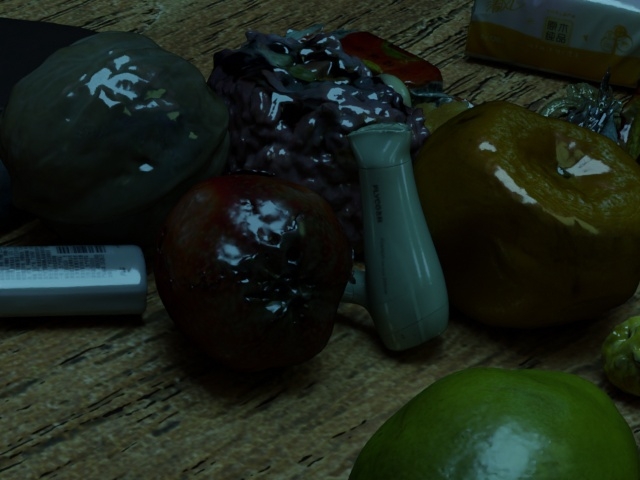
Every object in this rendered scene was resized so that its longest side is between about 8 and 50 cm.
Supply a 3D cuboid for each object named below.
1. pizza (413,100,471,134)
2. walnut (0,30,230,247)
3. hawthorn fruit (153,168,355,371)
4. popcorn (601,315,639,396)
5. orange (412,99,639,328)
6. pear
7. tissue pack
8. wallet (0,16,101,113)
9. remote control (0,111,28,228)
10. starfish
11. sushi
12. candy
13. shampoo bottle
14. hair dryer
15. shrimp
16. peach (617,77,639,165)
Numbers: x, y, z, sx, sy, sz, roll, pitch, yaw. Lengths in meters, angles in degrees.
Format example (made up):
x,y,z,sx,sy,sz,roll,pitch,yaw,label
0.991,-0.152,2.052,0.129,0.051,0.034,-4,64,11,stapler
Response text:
x,y,z,sx,sy,sz,roll,pitch,yaw,label
0.161,-0.089,1.896,0.127,0.058,0.246,-39,36,-21,pizza
-0.200,-0.091,1.682,0.224,0.224,0.224,5,30,-3,walnut
-0.079,0.025,1.569,0.181,0.181,0.235,-13,10,-30,hawthorn fruit
0.304,0.112,1.587,0.084,0.084,0.084,5,30,-3,popcorn
0.201,-0.019,1.678,0.249,0.183,0.249,17,38,-14,orange
0.126,0.197,1.262,0.212,0.212,0.269,25,40,29,pear
0.317,-0.295,2.227,0.225,0.124,0.185,13,29,10,tissue pack
-0.339,-0.185,1.981,0.182,0.049,0.229,9,32,3,wallet
-0.303,-0.086,1.786,0.107,0.044,0.377,56,40,-1,remote control
0.337,-0.156,2.066,0.209,0.053,0.150,-12,40,-33,starfish
-0.007,-0.112,1.801,0.236,0.171,0.270,-6,28,-20,sushi
0.070,-0.198,2.074,0.292,0.059,0.086,30,40,35,candy
-0.276,0.037,1.598,0.227,0.056,0.086,-1,27,-14,shampoo bottle
0.000,0.000,1.636,0.237,0.206,0.075,-5,15,32,hair dryer
0.292,-0.110,1.922,0.079,0.090,0.233,18,53,10,shrimp
0.404,-0.136,1.914,0.226,0.196,0.190,-16,4,-38,peach
